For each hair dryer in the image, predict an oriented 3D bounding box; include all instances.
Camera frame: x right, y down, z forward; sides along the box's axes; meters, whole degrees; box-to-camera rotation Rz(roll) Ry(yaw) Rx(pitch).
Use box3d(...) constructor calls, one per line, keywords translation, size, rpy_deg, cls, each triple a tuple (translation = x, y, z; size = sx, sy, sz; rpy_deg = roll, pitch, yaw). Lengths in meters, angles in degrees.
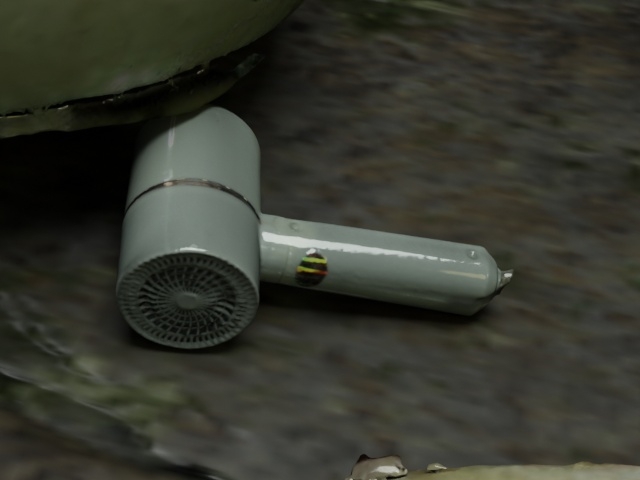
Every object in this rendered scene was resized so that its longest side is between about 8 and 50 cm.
box3d(translation=(0.000, 0.000, 0.464), size=(0.137, 0.047, 0.082), rpy_deg=(9, 41, -9), cls="hair dryer")

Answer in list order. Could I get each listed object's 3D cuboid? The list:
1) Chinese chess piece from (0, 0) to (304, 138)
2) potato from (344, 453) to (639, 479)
box3d(translation=(-0.154, -0.171, 0.508), size=(0.349, 0.146, 0.349), rpy_deg=(4, 33, -2), cls="Chinese chess piece")
box3d(translation=(0.042, 0.149, 0.258), size=(0.299, 0.116, 0.239), rpy_deg=(-3, 33, 3), cls="potato")
